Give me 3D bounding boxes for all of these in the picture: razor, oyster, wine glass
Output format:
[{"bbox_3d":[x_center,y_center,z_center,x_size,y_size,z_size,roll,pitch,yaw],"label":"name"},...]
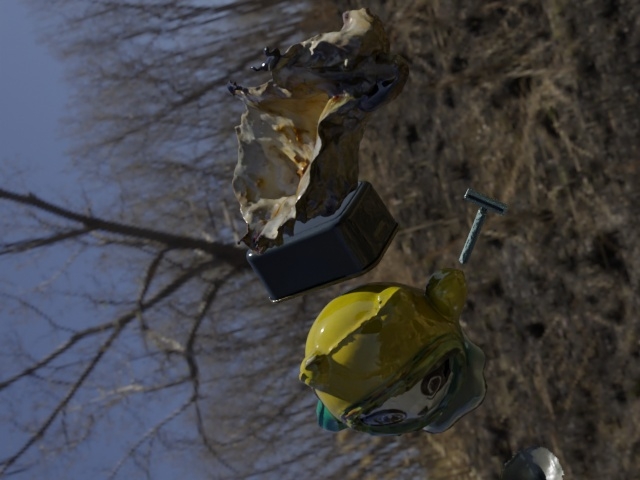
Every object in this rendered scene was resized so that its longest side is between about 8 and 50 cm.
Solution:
[{"bbox_3d":[0.307,-0.022,1.928,0.036,0.084,0.211,-57,-14,-32],"label":"razor"},{"bbox_3d":[-0.020,-0.130,1.063,0.197,0.133,0.337,61,148,19],"label":"oyster"},{"bbox_3d":[0.276,0.330,1.132,0.074,0.074,0.262,-99,-17,-44],"label":"wine glass"}]

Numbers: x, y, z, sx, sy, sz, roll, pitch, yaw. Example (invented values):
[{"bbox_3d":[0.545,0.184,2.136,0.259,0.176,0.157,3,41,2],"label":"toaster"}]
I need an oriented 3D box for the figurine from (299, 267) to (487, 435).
[{"bbox_3d":[0.106,0.170,1.440,0.231,0.324,0.340,55,-172,29],"label":"figurine"}]

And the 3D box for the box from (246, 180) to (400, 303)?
[{"bbox_3d":[0.000,0.000,1.421,0.090,0.201,0.144,58,-143,-18],"label":"box"}]
